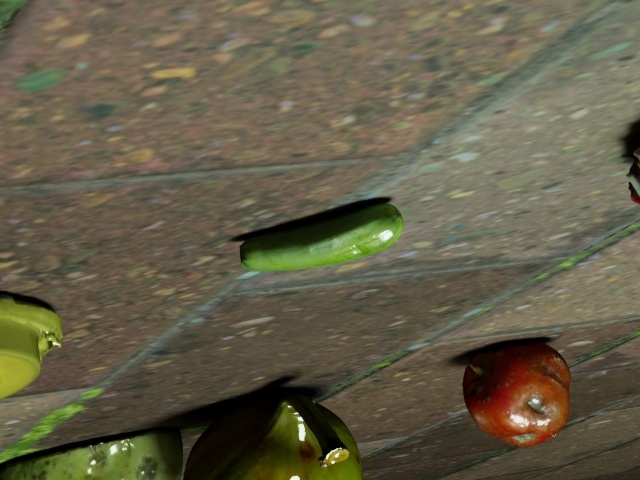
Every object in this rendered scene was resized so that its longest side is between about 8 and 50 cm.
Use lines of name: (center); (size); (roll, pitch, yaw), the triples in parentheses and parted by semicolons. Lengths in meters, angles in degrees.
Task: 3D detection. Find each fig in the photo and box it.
fig: (-0.039, 0.178, 1.558); (0.142, 0.148, 0.186); (1, 130, 5)

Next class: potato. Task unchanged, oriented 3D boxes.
potato: (-0.200, 0.243, 1.713); (0.160, 0.111, 0.272); (-9, 168, -20)

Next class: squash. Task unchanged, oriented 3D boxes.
squash: (0.001, 0.001, 1.025); (0.089, 0.027, 0.027); (-14, 167, 17)

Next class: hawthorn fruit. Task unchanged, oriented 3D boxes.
hawthorn fruit: (0.153, 0.117, 1.567); (0.093, 0.093, 0.093); (-11, 167, -3)

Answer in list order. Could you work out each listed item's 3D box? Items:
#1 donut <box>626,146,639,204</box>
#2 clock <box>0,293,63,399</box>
donut: (0.272, -0.025, 0.998); (0.230, 0.096, 0.216); (-13, 167, 2)
clock: (-0.253, 0.085, 1.091); (0.237, 0.057, 0.237); (-11, 166, -3)
